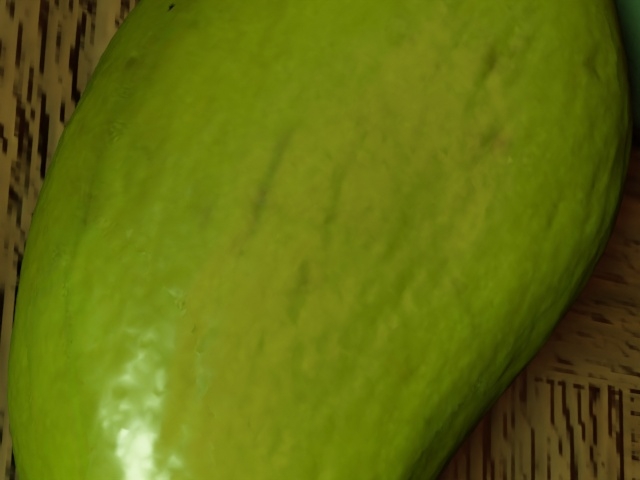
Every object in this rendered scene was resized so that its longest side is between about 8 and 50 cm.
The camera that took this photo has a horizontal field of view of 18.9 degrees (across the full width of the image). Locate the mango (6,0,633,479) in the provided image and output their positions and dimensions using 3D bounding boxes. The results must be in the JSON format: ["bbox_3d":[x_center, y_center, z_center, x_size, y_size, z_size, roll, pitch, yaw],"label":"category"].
[{"bbox_3d":[-0.005,-0.007,0.697,0.195,0.142,0.332,40,63,-6],"label":"mango"}]

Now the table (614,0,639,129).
[{"bbox_3d":[0.155,-0.110,0.817,0.043,0.133,0.133,-31,90,-33],"label":"table"}]
